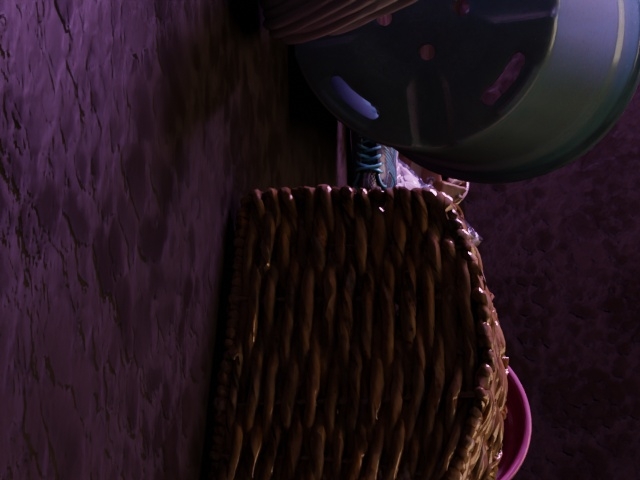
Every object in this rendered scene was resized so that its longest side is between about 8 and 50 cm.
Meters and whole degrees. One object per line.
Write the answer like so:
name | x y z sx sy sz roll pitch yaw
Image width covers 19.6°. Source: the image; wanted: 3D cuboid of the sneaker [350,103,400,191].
sneaker | 0.062 -0.093 2.105 0.076 0.065 0.166 -76 162 -45

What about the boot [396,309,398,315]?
boot | 0.163 0.245 2.368 0.260 0.131 0.348 71 5 -80

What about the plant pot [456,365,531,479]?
plant pot | 0.126 0.226 2.131 0.180 0.201 0.201 113 -19 -71

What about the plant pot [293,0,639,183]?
plant pot | 0.135 -0.216 1.818 0.334 0.341 0.341 -17 107 -73

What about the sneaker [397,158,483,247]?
sneaker | 0.091 -0.017 2.218 0.110 0.122 0.283 48 0 -13

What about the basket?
basket | 0.041 0.132 1.437 0.223 0.213 0.299 74 18 -57

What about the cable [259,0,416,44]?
cable | 0.059 -0.247 1.495 0.089 0.257 0.257 61 22 -12

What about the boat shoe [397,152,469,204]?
boat shoe | 0.137 -0.074 2.405 0.123 0.116 0.324 -81 167 -46
